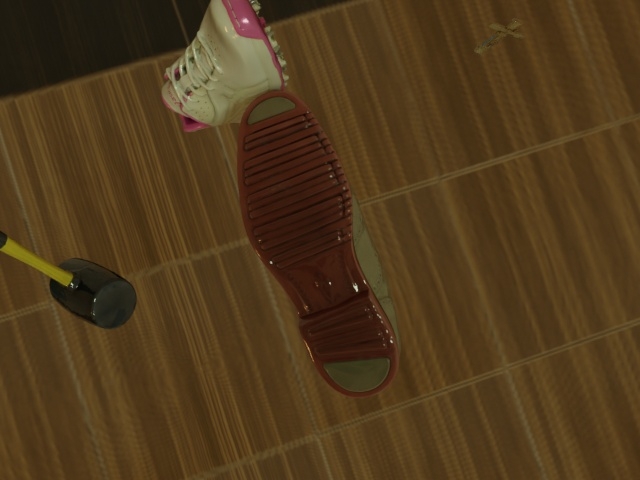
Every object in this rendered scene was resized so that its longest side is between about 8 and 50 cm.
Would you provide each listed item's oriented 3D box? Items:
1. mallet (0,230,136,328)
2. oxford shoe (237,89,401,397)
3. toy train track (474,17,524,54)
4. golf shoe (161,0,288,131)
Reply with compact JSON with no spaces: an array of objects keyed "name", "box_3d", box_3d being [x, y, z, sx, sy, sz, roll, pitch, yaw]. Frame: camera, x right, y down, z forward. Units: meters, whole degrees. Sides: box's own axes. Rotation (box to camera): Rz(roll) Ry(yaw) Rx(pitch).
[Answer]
[{"name":"mallet","box_3d":[-0.189,0.006,0.589,0.062,0.189,0.039,21,77,35]},{"name":"oxford shoe","box_3d":[0.000,0.000,1.073,0.123,0.130,0.348,-15,97,15]},{"name":"toy train track","box_3d":[0.217,-0.253,1.162,0.048,0.083,0.014,17,66,-23]},{"name":"golf shoe","box_3d":[-0.115,-0.189,1.081,0.140,0.306,0.115,-24,82,-7]}]
